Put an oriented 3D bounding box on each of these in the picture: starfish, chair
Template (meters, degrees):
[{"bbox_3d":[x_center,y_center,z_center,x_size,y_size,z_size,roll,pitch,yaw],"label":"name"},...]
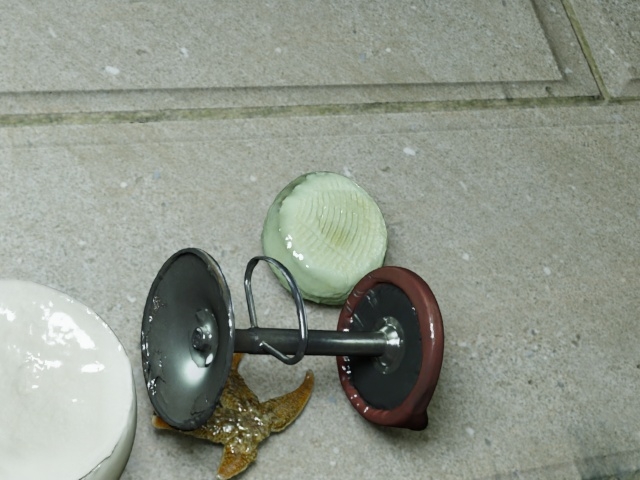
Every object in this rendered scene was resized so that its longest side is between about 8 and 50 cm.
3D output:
[{"bbox_3d":[-0.111,0.218,1.853,0.138,0.050,0.247,46,42,2],"label":"starfish"},{"bbox_3d":[-0.007,0.133,1.799,0.401,0.226,0.226,6,59,-36],"label":"chair"}]

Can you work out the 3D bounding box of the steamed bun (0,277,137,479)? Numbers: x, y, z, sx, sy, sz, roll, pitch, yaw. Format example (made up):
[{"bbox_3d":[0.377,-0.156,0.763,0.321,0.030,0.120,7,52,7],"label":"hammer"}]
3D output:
[{"bbox_3d":[-0.375,0.207,1.628,0.324,0.206,0.324,12,55,-18],"label":"steamed bun"}]

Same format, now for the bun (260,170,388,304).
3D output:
[{"bbox_3d":[0.000,0.000,1.990,0.195,0.118,0.195,10,64,-22],"label":"bun"}]
